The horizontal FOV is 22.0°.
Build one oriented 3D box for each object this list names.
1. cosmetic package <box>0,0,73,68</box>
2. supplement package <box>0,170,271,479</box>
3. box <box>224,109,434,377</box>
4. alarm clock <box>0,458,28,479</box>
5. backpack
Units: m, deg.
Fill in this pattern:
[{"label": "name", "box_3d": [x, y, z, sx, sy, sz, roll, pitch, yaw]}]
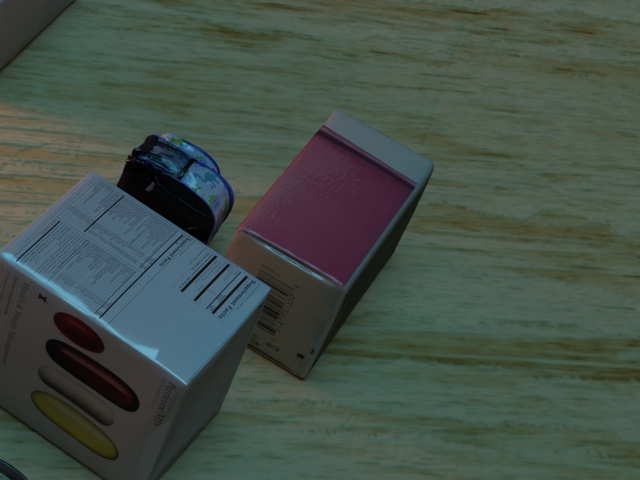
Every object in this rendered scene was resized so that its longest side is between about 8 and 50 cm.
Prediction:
[{"label": "cosmetic package", "box_3d": [-0.405, -0.320, 1.835, 0.224, 0.138, 0.225, 29, 46, 4]}, {"label": "supplement package", "box_3d": [-0.187, 0.088, 1.503, 0.203, 0.194, 0.149, 33, 45, 9]}, {"label": "box", "box_3d": [0.000, 0.000, 1.698, 0.126, 0.149, 0.232, 30, 44, 7]}, {"label": "alarm clock", "box_3d": [-0.285, 0.252, 1.402, 0.192, 0.064, 0.129, 13, 45, -9]}, {"label": "backpack", "box_3d": [-0.148, -0.049, 1.713, 0.114, 0.105, 0.084, 34, 46, 2]}]
